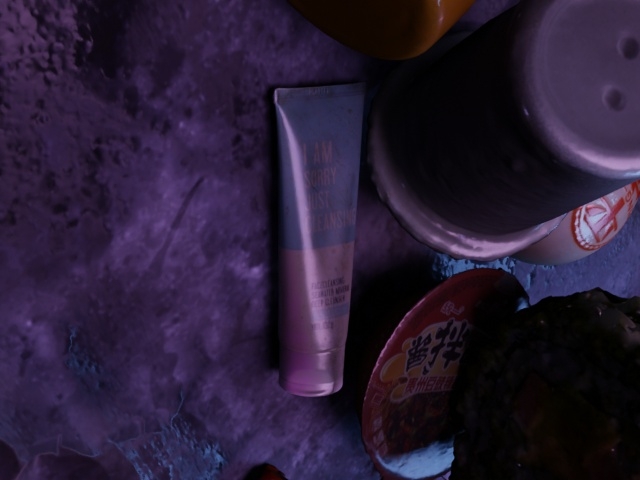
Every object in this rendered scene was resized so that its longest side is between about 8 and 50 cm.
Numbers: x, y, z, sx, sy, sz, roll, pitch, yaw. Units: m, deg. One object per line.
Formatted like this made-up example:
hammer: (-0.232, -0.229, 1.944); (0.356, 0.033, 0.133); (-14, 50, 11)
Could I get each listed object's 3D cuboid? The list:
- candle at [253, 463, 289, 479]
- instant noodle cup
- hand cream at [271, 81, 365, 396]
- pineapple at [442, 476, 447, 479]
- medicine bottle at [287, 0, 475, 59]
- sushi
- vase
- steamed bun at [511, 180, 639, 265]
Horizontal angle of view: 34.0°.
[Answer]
candle: (-0.083, 0.322, 1.134); (0.162, 0.048, 0.053); (-58, 152, -4)
instant noodle cup: (0.123, 0.140, 1.198); (0.274, 0.091, 0.274); (-19, 122, -34)
hand cream: (0.000, 0.000, 1.044); (0.111, 0.070, 0.312); (-11, 113, -34)
pineapple: (0.274, 0.430, 1.424); (0.158, 0.161, 0.334); (-28, 128, -27)
medicine bottle: (0.071, -0.305, 0.841); (0.232, 0.238, 0.238); (-46, 133, -17)
sushi: (0.310, 0.207, 1.087); (0.178, 0.352, 0.294); (-2, 112, -38)
vase: (0.189, -0.114, 0.946); (0.245, 0.291, 0.245); (2, 82, -12)
steamed bun: (0.288, -0.075, 1.203); (0.232, 0.145, 0.231); (-18, 121, -34)
